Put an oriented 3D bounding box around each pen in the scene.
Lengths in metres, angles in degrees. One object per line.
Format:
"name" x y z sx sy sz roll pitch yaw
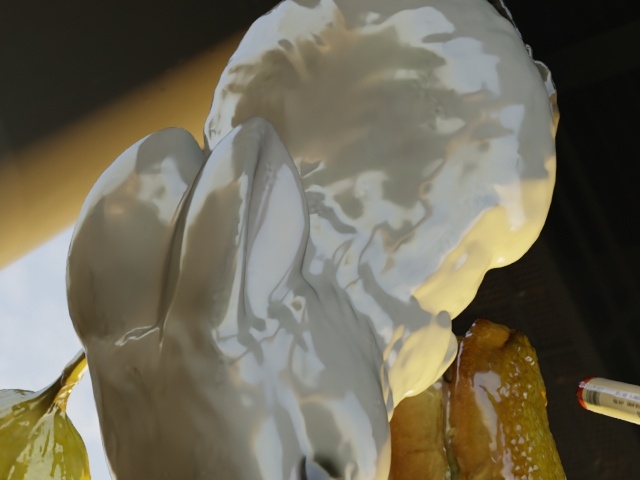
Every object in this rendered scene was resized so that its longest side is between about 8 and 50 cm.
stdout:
"pen" 0.206 0.105 0.986 0.026 0.026 0.218 56 -7 -3

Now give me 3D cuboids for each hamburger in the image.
"hamburger" 0.116 0.196 1.267 0.144 0.156 0.283 -14 -94 24

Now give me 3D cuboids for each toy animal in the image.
"toy animal" 0.000 0.000 0.764 0.193 0.357 0.258 1 -56 23

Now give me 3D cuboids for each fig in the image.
"fig" -0.239 0.169 1.223 0.159 0.159 0.257 44 -61 9
